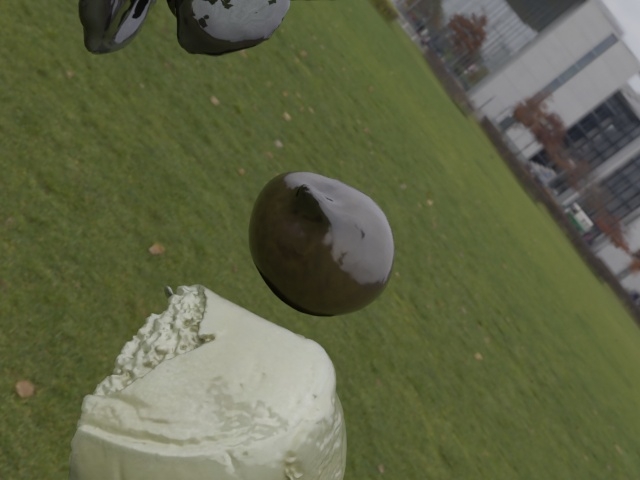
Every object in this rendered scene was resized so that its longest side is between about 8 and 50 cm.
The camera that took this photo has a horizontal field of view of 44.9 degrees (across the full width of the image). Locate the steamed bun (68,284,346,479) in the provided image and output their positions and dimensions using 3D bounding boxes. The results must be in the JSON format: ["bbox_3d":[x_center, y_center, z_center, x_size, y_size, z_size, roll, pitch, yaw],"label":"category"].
[{"bbox_3d":[-0.122,0.234,0.844,0.273,0.272,0.290,15,-37,30],"label":"steamed bun"}]

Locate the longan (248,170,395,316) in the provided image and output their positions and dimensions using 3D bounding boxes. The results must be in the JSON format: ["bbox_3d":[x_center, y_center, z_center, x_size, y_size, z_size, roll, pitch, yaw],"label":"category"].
[{"bbox_3d":[0.000,0.000,0.530,0.113,0.092,0.113,41,-24,22],"label":"longan"}]

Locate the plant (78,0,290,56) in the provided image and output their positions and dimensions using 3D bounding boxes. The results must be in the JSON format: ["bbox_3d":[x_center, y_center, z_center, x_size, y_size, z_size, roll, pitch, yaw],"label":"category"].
[{"bbox_3d":[-0.057,-0.243,0.394,0.199,0.188,0.276,-37,123,-49],"label":"plant"}]
